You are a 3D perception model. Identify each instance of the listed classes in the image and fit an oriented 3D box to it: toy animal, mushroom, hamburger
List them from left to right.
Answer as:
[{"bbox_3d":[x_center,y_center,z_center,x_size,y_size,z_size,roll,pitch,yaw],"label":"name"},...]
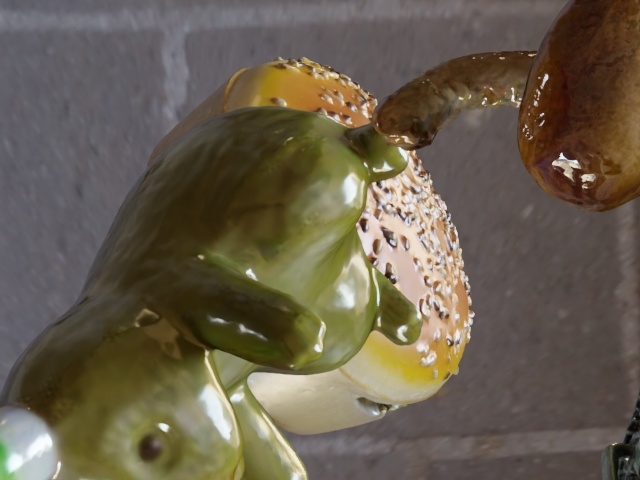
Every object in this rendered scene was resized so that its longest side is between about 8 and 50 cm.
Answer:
[{"bbox_3d":[-0.081,0.082,1.029,0.180,0.181,0.363,21,55,18],"label":"toy animal"},{"bbox_3d":[0.000,0.000,1.423,0.176,0.300,0.300,-25,83,18],"label":"hamburger"},{"bbox_3d":[0.085,-0.045,0.653,0.129,0.088,0.072,-19,59,8],"label":"mushroom"}]

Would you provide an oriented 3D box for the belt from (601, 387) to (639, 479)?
[{"bbox_3d":[0.298,0.186,1.447,0.160,0.295,0.206,15,112,2],"label":"belt"}]
